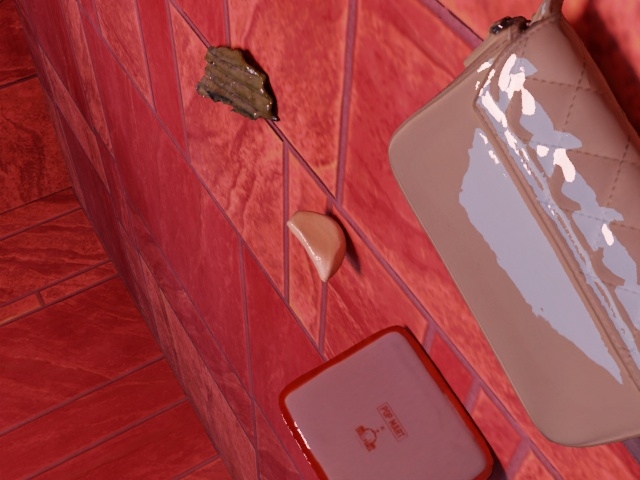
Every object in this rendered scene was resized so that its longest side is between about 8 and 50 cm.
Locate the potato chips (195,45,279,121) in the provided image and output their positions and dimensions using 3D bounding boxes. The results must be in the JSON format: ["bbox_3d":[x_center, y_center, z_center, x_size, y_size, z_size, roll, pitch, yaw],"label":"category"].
[{"bbox_3d":[-0.111,-0.198,0.984,0.207,0.028,0.092,35,143,52],"label":"potato chips"}]

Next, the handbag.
[{"bbox_3d":[0.162,-0.014,0.458,0.256,0.079,0.219,62,145,8],"label":"handbag"}]

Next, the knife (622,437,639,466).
[{"bbox_3d":[0.216,0.133,0.559,0.230,0.028,0.060,57,171,15],"label":"knife"}]

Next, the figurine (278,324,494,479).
[{"bbox_3d":[0.067,0.237,0.893,0.183,0.160,0.226,57,167,24],"label":"figurine"}]

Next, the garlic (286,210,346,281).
[{"bbox_3d":[0.000,0.000,0.891,0.083,0.053,0.041,53,156,9],"label":"garlic"}]
